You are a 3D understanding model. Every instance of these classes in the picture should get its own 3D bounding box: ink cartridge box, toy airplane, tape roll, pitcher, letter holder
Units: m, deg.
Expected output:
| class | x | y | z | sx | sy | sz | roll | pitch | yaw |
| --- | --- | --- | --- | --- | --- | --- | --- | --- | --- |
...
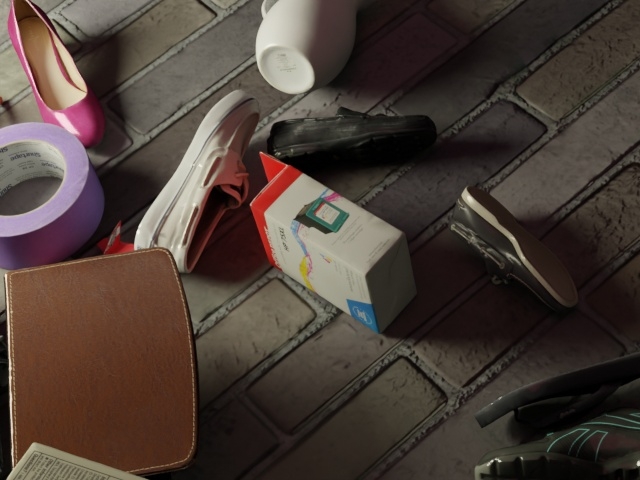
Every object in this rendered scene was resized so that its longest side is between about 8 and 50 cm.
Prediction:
| class | x | y | z | sx | sy | sz | roll | pitch | yaw |
| --- | --- | --- | --- | --- | --- | --- | --- | --- | --- |
| ink cartridge box | 0.000 | 0.000 | 1.878 | 0.231 | 0.134 | 0.078 | 31 | 66 | 29 |
| toy airplane | -0.288 | 0.041 | 1.966 | 0.151 | 0.028 | 0.151 | -16 | 46 | 17 |
| tape roll | -0.384 | -0.059 | 2.027 | 0.189 | 0.080 | 0.189 | -5 | 54 | 6 |
| pitcher | -0.028 | -0.292 | 2.116 | 0.178 | 0.125 | 0.207 | -4 | 40 | 33 |
| letter holder | -0.237 | 0.177 | 1.787 | 0.215 | 0.152 | 0.301 | -11 | 53 | 0 |

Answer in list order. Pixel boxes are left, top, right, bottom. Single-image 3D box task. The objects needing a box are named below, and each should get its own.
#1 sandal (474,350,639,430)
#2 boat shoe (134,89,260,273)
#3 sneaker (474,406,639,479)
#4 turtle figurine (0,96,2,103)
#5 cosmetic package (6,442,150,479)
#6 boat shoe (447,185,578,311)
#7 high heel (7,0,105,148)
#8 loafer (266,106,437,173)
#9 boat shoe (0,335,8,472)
| class | x | y | z | sx | sy | sz | roll | pitch | yaw |
| --- | --- | --- | --- | --- | --- | --- | --- | --- | --- |
| sandal | 0.298 | 0.170 | 1.731 | 0.255 | 0.097 | 0.054 | -16 | 80 | 0 |
| boat shoe | -0.136 | -0.074 | 1.983 | 0.088 | 0.096 | 0.267 | 23 | 63 | 20 |
| sneaker | 0.303 | 0.242 | 1.688 | 0.267 | 0.101 | 0.106 | -4 | 32 | 9 |
| turtle figurine | -0.571 | -0.146 | 2.104 | 0.217 | 0.087 | 0.269 | 31 | 49 | 0 |
| cosmetic package | -0.186 | 0.333 | 1.541 | 0.296 | 0.129 | 0.153 | 17 | 39 | 13 |
| boat shoe | 0.231 | 0.022 | 1.879 | 0.206 | 0.075 | 0.065 | 50 | 118 | 28 |
| high heel | -0.365 | -0.234 | 2.125 | 0.082 | 0.117 | 0.244 | -23 | 54 | -6 |
| loafer | 0.039 | -0.140 | 2.007 | 0.223 | 0.076 | 0.078 | -7 | 61 | 10 |
| boat shoe | -0.420 | 0.149 | 1.867 | 0.102 | 0.108 | 0.301 | -10 | 56 | 4 |
